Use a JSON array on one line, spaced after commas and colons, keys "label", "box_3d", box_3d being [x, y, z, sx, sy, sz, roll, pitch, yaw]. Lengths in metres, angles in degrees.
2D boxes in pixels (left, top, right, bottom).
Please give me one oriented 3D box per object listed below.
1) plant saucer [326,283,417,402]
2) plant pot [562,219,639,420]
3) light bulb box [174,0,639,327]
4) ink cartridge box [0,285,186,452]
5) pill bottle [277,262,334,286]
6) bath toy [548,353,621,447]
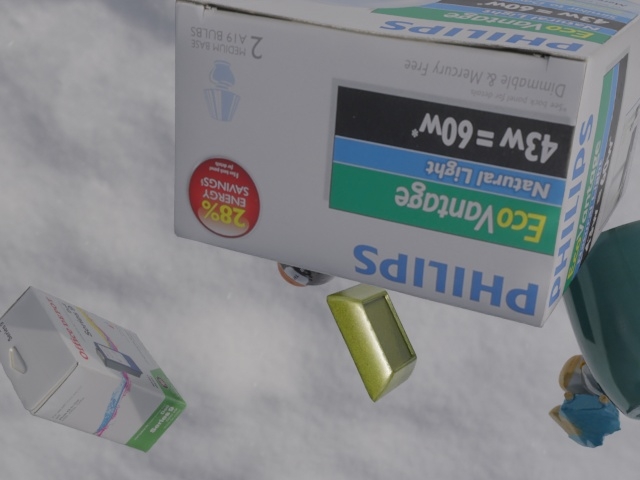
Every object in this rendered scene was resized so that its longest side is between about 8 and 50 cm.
[{"label": "plant saucer", "box_3d": [0.098, 0.159, 1.679, 0.045, 0.188, 0.188, -27, 85, 23]}, {"label": "plant pot", "box_3d": [0.503, 0.125, 1.435, 0.293, 0.235, 0.293, -5, 157, -2]}, {"label": "light bulb box", "box_3d": [0.103, -0.125, 0.949, 0.358, 0.361, 0.225, 13, 115, 22]}, {"label": "ink cartridge box", "box_3d": [-0.292, 0.165, 1.259, 0.093, 0.154, 0.212, -49, 142, 5]}, {"label": "pill bottle", "box_3d": [0.000, 0.000, 1.765, 0.130, 0.130, 0.245, 28, 149, -7]}, {"label": "bath toy", "box_3d": [0.516, 0.183, 1.718, 0.151, 0.348, 0.129, 6, 141, 46]}]
